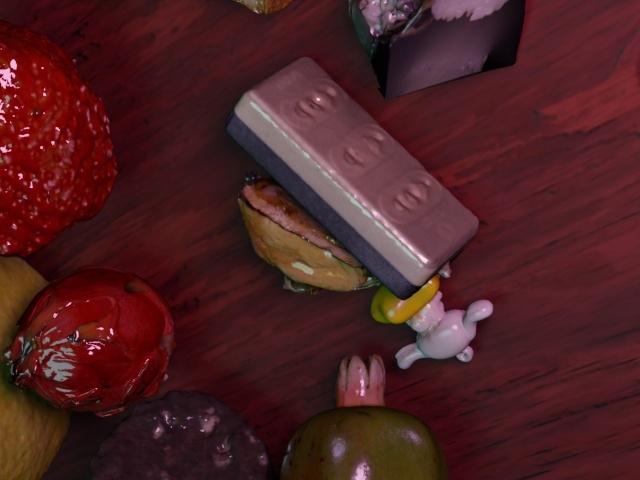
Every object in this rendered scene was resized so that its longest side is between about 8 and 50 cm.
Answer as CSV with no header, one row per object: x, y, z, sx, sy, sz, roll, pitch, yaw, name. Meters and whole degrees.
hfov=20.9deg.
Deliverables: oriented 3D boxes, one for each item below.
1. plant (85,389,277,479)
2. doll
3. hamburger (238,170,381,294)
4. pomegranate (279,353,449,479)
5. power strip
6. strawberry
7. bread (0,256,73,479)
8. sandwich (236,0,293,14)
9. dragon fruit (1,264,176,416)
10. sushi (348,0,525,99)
-0.157,0.336,1.979,0.213,0.215,0.312,33,142,25,plant
0.112,0.076,1.703,0.135,0.071,0.113,-7,119,37,doll
-0.004,0.002,1.742,0.176,0.087,0.102,26,142,16,hamburger
0.047,0.220,1.785,0.180,0.180,0.210,-6,79,42,pomegranate
0.035,-0.059,1.648,0.257,0.105,0.070,45,136,6,power strip
-0.348,-0.124,1.823,0.257,0.257,0.277,26,141,25,strawberry
-0.489,0.159,2.073,0.308,0.348,0.348,13,125,47,bread
-0.122,-0.313,1.646,0.214,0.065,0.186,15,125,32,sandwich
-0.248,0.114,1.935,0.172,0.209,0.172,2,93,39,dragon fruit
0.104,-0.262,1.465,0.109,0.134,0.273,56,152,38,sushi
